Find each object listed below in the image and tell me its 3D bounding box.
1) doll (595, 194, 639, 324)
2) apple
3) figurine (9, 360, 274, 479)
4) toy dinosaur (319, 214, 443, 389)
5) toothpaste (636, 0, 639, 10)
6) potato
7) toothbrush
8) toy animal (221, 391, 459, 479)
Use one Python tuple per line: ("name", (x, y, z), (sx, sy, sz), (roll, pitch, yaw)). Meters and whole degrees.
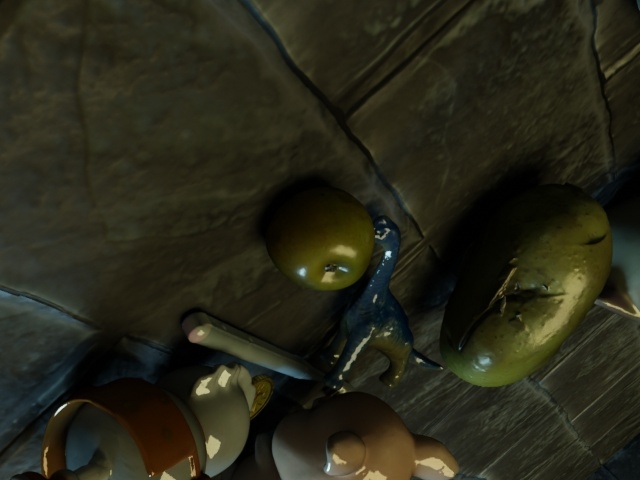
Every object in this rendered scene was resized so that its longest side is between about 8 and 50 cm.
("doll", (0.514, -0.032, 0.913), (0.370, 0.226, 0.215), (-55, -178, 12))
("apple", (0.000, 0.000, 0.573), (0.090, 0.074, 0.089), (-9, 137, -8))
("figurine", (-0.127, 0.172, 0.583), (0.271, 0.143, 0.143), (0, 129, -44))
("toy dinosaur", (0.086, 0.073, 0.745), (0.248, 0.075, 0.188), (17, 114, -44))
("toothpaste", (0.375, -0.215, 0.712), (0.047, 0.069, 0.268), (-22, 161, 35))
("potato", (0.220, 0.054, 0.772), (0.169, 0.143, 0.248), (-22, 144, -60))
("toothbrush", (-0.037, 0.131, 0.729), (0.030, 0.025, 0.342), (-41, 147, 5))
("toy animal", (-0.002, 0.257, 0.745), (0.167, 0.154, 0.250), (-4, 147, -46))
